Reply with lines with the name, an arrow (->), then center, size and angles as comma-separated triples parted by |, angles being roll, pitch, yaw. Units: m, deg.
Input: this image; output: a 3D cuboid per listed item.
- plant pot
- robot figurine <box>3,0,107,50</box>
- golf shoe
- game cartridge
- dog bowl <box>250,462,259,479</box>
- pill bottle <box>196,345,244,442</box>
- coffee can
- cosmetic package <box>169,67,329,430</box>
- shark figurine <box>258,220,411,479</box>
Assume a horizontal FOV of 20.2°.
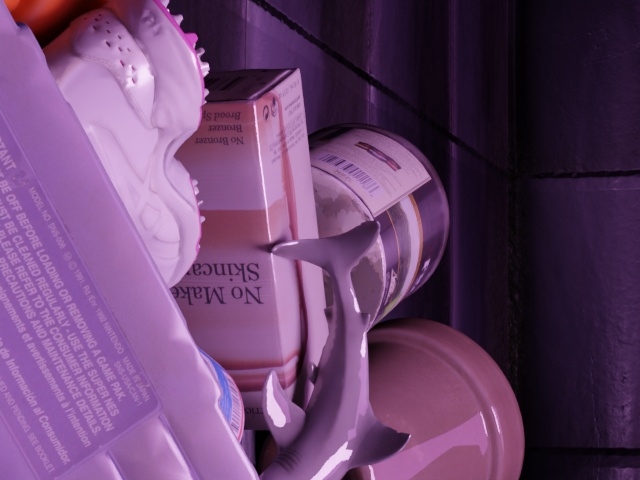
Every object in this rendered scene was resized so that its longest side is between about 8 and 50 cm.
plant pot -> 0.053, 0.232, 1.935 | 0.229, 0.263, 0.263 | -18, 107, -53
robot figurine -> -0.203, -0.182, 1.227 | 0.158, 0.128, 0.219 | 60, 13, 11
golf shoe -> -0.159, -0.050, 1.258 | 0.140, 0.115, 0.306 | -29, 150, -23
game cartridge -> -0.200, 0.042, 0.969 | 0.230, 0.068, 0.355 | -35, 109, -27
dog bowl -> -0.148, 0.241, 1.164 | 0.104, 0.265, 0.265 | 27, 51, -20
pill bottle -> -0.149, 0.117, 1.399 | 0.221, 0.124, 0.124 | 51, 41, -63
coffee can -> 0.000, 0.000, 1.775 | 0.275, 0.202, 0.201 | -33, 120, -70
cosmetic package -> -0.088, 0.007, 1.569 | 0.129, 0.153, 0.296 | -47, 133, -64
shark figurine -> 0.026, 0.128, 1.503 | 0.166, 0.116, 0.278 | 21, 82, -53
